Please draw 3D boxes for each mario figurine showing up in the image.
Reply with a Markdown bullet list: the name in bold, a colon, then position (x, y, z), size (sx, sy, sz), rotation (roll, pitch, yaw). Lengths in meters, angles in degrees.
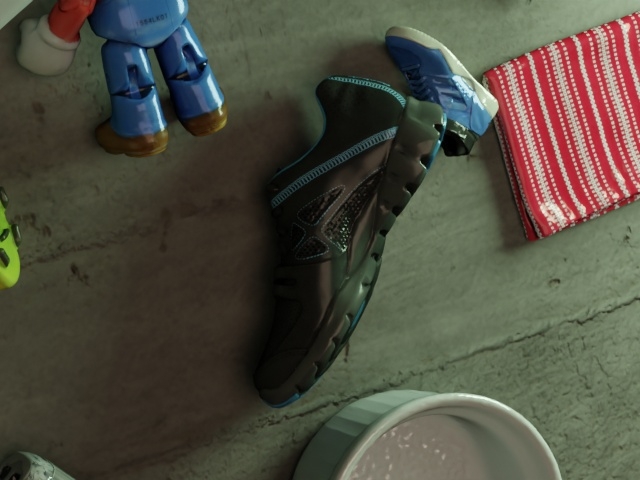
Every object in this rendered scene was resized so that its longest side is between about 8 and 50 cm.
- **mario figurine**: position (-0.184, -0.252, 1.733), size (0.198, 0.170, 0.321), rotation (-43, 128, -53)

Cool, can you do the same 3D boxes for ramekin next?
- **ramekin**: position (0.099, 0.282, 1.882), size (0.277, 0.135, 0.277), rotation (-3, 97, -25)

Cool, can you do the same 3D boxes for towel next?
- **towel**: position (0.317, -0.134, 2.000), size (0.275, 0.031, 0.199), rotation (-22, 103, -21)

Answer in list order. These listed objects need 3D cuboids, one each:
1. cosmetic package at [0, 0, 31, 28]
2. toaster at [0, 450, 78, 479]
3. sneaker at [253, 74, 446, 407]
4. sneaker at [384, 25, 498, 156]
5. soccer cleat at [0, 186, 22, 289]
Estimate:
- **cosmetic package**: position (-0.319, -0.403, 1.477), size (0.393, 0.327, 0.329), rotation (-44, 130, -15)
- **toaster**: position (-0.264, 0.299, 1.722), size (0.146, 0.129, 0.227), rotation (41, 79, -20)
- **sneaker**: position (0.000, 0.000, 1.840), size (0.139, 0.125, 0.341), rotation (25, 87, 3)
- **sneaker**: position (0.111, -0.146, 1.888), size (0.152, 0.058, 0.085), rotation (41, 70, -29)
- **soccer cleat**: position (-0.384, -0.058, 1.670), size (0.121, 0.093, 0.289), rotation (-31, 116, 15)
